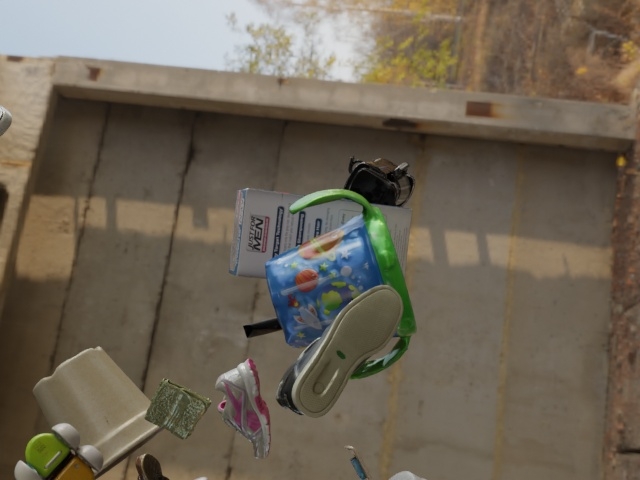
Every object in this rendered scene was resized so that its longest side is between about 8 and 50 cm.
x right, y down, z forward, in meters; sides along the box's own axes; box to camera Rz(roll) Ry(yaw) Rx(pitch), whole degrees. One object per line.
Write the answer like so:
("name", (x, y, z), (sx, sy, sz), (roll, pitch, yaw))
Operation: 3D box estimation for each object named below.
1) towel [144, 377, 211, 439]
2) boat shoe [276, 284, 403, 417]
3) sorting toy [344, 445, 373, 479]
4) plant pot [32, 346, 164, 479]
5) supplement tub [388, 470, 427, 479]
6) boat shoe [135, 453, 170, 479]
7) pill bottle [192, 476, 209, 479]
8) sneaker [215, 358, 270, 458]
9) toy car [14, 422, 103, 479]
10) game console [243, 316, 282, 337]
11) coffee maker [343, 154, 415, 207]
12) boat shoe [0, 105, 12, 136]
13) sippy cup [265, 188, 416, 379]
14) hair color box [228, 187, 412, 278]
("towel", (-0.290, 0.340, 1.520), (0.148, 0.110, 0.027), (-56, 8, 38))
("boat shoe", (0.027, 0.147, 1.060), (0.233, 0.084, 0.079), (-46, 12, -27))
("sorting toy", (0.123, 0.635, 2.004), (0.208, 0.038, 0.193), (57, 172, 12))
("plant pot", (-0.634, 0.483, 2.146), (0.305, 0.333, 0.334), (54, -177, 7))
("supplement tub", (0.216, 0.510, 1.101), (0.241, 0.331, 0.241), (-57, 5, 8))
("boat shoe", (-0.422, 0.585, 1.861), (0.064, 0.060, 0.178), (-81, -17, -44))
("pill bottle", (-0.417, 0.754, 1.997), (0.169, 0.301, 0.169), (160, 90, -84))
("sneaker", (-0.186, 0.413, 1.829), (0.103, 0.111, 0.252), (-114, 10, -79))
("toy car", (-0.607, 0.522, 1.753), (0.159, 0.182, 0.136), (-49, 13, -28))
("game console", (-0.093, 0.232, 2.187), (0.361, 0.213, 0.044), (49, -153, -83))
("coffee maker", (0.118, -0.129, 1.767), (0.178, 0.171, 0.120), (-22, -59, -68))
("boat shoe", (-0.630, -0.233, 1.338), (0.078, 0.219, 0.070), (-57, -36, -16))
("sippy cup", (0.029, 0.083, 1.327), (0.240, 0.224, 0.306), (66, -174, -71))
("hair color box", (0.000, 0.000, 1.529), (0.105, 0.347, 0.174), (-173, 89, -73))
